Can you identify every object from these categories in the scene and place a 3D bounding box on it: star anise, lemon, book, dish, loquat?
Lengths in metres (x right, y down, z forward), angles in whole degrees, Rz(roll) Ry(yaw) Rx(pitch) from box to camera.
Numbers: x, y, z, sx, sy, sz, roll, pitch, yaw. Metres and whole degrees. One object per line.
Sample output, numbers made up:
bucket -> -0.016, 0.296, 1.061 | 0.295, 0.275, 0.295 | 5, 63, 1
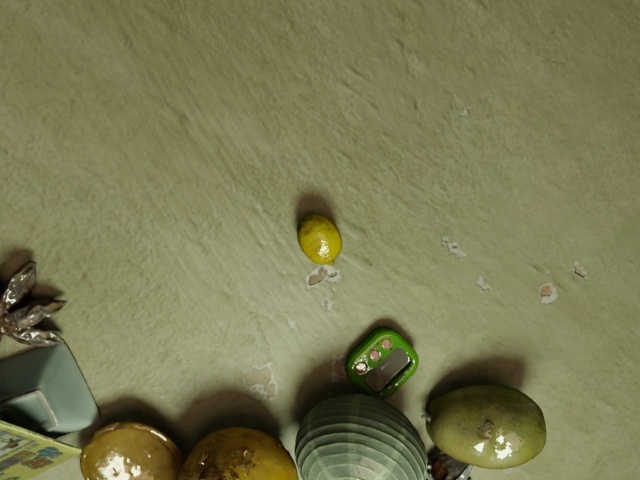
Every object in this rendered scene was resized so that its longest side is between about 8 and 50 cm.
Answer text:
star anise -> 0.244, 0.543, 1.027 | 0.236, 0.093, 0.229 | 35, 111, -27
lemon -> 0.000, 0.000, 0.891 | 0.082, 0.082, 0.110 | -31, 109, -5
book -> -0.550, 0.369, 0.802 | 0.168, 0.013, 0.192 | -27, 136, 6
star anise -> -0.559, 0.116, 0.801 | 0.212, 0.073, 0.196 | -15, 106, -11
dish -> -0.554, 0.310, 0.835 | 0.243, 0.080, 0.181 | -19, 104, -7
loquat -> -0.157, 0.468, 0.872 | 0.235, 0.235, 0.234 | -2, 101, -11

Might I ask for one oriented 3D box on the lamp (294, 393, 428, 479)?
lamp -> 0.084, 0.416, 0.915 | 0.266, 0.233, 0.233 | 6, 100, 11

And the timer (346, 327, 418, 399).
timer -> 0.130, 0.260, 0.985 | 0.140, 0.047, 0.128 | -43, 104, -1

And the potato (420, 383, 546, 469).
potato -> 0.341, 0.391, 0.992 | 0.252, 0.174, 0.159 | 1, 91, 4

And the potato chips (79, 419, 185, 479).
potato chips -> -0.355, 0.429, 0.908 | 0.208, 0.062, 0.195 | 32, 98, -17
